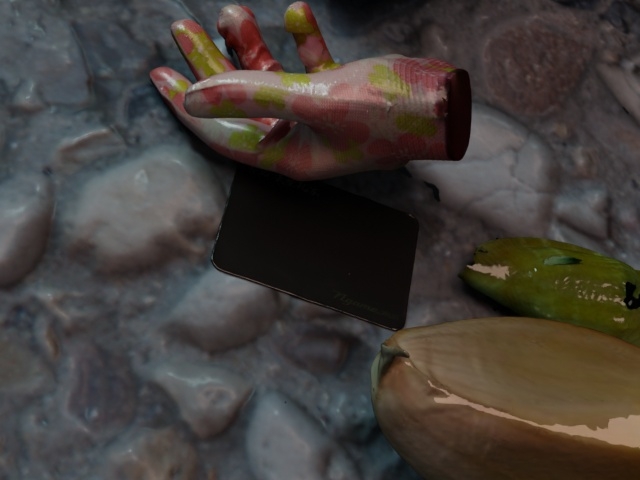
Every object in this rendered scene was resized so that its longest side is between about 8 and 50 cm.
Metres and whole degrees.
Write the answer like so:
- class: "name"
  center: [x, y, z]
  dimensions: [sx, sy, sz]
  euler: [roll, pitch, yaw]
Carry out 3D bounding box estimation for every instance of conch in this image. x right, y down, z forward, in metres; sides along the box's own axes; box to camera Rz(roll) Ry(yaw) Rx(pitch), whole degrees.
- class: "conch"
  center: [0.214, 0.046, 0.839]
  dimensions: [0.200, 0.079, 0.095]
  euler: [29, 34, 7]

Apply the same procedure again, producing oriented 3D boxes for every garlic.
- class: "garlic"
  center: [0.141, 0.114, 0.707]
  dimensions: [0.245, 0.164, 0.145]
  euler: [12, 73, -9]

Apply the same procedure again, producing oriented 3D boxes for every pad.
- class: "pad"
  center: [0.000, 0.000, 0.816]
  dimensions: [0.157, 0.003, 0.112]
  euler: [19, 54, -10]

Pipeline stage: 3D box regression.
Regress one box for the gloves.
- class: "gloves"
  center: [-0.013, -0.104, 0.810]
  dimensions: [0.241, 0.126, 0.145]
  euler: [1, 42, 19]
